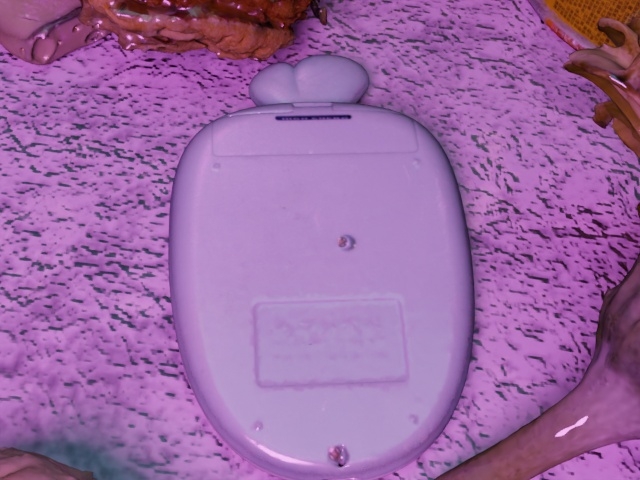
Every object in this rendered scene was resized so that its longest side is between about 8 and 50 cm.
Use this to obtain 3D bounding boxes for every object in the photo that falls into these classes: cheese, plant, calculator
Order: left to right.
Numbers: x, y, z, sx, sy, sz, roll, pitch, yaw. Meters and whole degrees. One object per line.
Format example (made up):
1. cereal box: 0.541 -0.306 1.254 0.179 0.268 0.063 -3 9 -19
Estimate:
1. cheese: -0.222 -0.208 0.680 0.097 0.037 0.192 -32 68 -21
2. calculator: 0.000 0.000 0.572 0.184 0.042 0.295 -2 61 -5
3. plant: 0.195 0.024 0.447 0.297 0.261 0.306 -14 50 -12

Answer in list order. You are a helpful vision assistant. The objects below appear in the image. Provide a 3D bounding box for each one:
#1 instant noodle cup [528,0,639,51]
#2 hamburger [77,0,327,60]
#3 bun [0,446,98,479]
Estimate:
1. instant noodle cup: 0.284 -0.260 0.653 0.264 0.200 0.264 1 58 -2
2. hamburger: -0.075 -0.220 0.632 0.183 0.130 0.206 11 46 -19
3. bun: -0.158 0.188 0.398 0.220 0.134 0.220 2 61 -3
